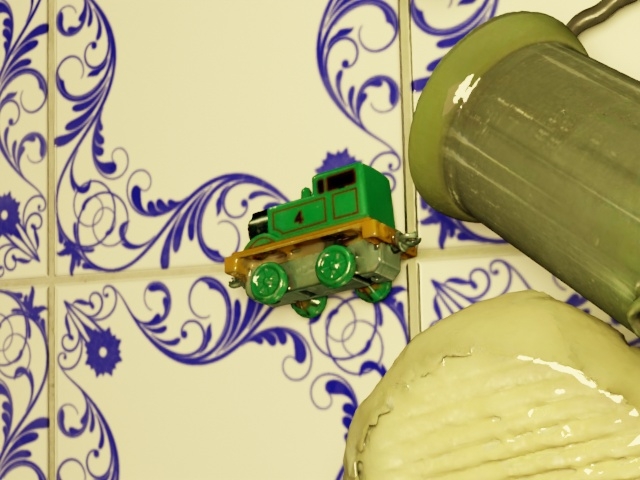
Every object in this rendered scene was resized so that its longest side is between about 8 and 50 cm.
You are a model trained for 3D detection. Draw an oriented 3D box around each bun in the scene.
[{"bbox_3d":[0.196,0.217,0.939,0.359,0.211,0.360,4,99,27],"label":"bun"}]

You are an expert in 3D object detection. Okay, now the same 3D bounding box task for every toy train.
[{"bbox_3d":[0.000,0.000,1.142,0.227,0.091,0.136,-13,69,31],"label":"toy train"}]

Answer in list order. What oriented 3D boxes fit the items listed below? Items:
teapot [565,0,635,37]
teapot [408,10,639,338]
[{"bbox_3d":[0.193,-0.338,0.984,0.285,0.223,0.305,-13,77,22],"label":"teapot"},{"bbox_3d":[0.268,-0.040,0.889,0.337,0.270,0.200,42,140,46],"label":"teapot"}]
